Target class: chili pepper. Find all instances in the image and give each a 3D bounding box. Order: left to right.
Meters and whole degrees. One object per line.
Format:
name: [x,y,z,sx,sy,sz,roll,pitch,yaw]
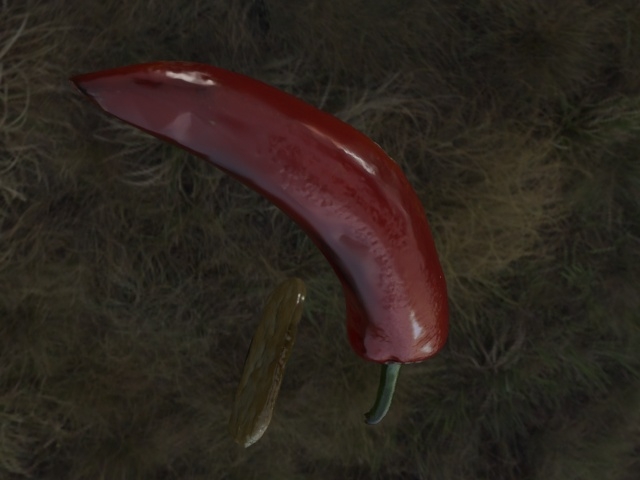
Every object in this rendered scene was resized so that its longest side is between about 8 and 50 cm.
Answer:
chili pepper: [0.003,-0.006,0.511,0.137,0.092,0.368,-28,122,14]

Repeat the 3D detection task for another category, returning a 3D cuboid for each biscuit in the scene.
biscuit: [-0.044,0.097,0.599,0.018,0.147,0.071,27,153,-22]
